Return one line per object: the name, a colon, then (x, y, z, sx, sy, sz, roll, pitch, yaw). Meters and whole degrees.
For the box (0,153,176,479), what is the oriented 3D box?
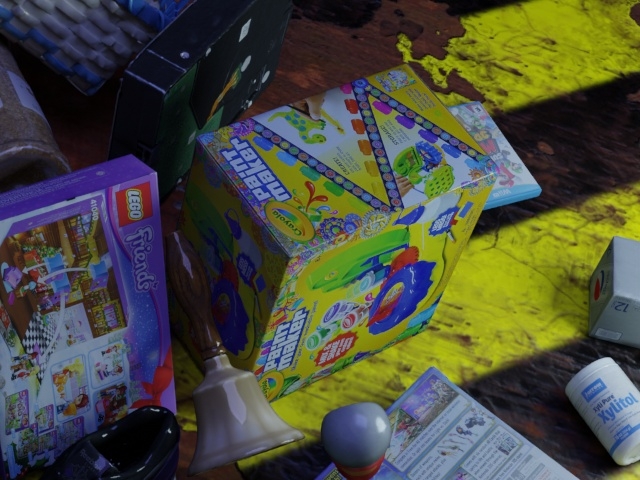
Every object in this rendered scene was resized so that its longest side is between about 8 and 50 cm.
box: (-0.251, 0.078, 1.536, 0.201, 0.293, 0.057, -19, 34, -29)

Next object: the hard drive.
hard drive: (-0.138, -0.197, 1.839, 0.064, 0.237, 0.339, 29, 49, 9)

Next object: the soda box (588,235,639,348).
soda box: (0.473, 0.087, 1.867, 0.286, 0.091, 0.098, 13, 49, -5)

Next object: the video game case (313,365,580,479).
video game case: (0.129, 0.292, 1.612, 0.244, 0.061, 0.269, 38, 51, 16)

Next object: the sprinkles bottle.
sprinkles bottle: (-0.381, -0.148, 1.749, 0.121, 0.121, 0.355, -8, 39, -22)

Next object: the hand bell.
hand bell: (-0.114, 0.107, 1.568, 0.126, 0.126, 0.242, -16, 82, -27)

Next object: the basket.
basket: (-0.260, -0.342, 1.808, 0.255, 0.289, 0.201, 39, 17, -25)

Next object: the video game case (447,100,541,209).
video game case: (0.197, -0.110, 2.008, 0.119, 0.015, 0.166, -14, 56, -26)

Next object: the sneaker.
sneaker: (-0.254, 0.250, 1.495, 0.107, 0.124, 0.283, 40, 51, 19)

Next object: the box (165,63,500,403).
box: (0.000, 0.000, 1.672, 0.279, 0.290, 0.177, -22, 60, -30)

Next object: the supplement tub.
supplement tub: (0.335, 0.194, 1.750, 0.071, 0.071, 0.107, -19, 58, -29)

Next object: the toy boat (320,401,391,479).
toy boat: (-0.042, 0.290, 1.455, 0.267, 0.148, 0.318, 34, 74, 14)
